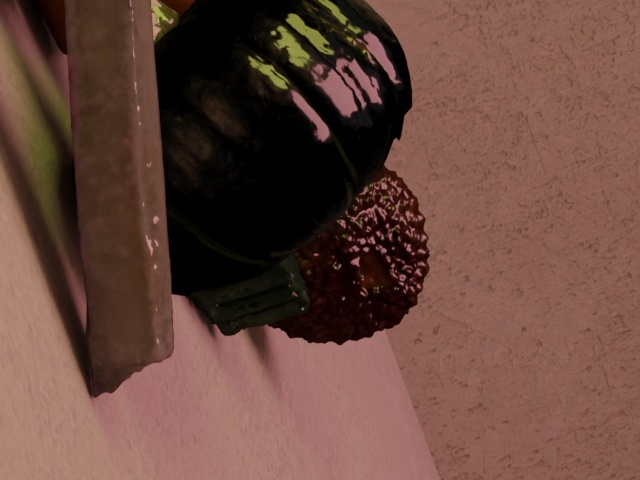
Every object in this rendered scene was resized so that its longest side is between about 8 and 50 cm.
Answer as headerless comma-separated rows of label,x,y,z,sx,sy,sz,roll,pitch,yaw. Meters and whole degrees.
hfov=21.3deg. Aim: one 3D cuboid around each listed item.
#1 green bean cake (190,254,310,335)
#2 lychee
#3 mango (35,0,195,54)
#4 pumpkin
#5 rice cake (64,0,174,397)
green bean cake,-0.102,-0.025,1.766,0.193,0.107,0.208,58,13,-54
lychee,0.000,0.000,2.074,0.271,0.271,0.271,-19,90,-84
mango,-0.174,-0.340,1.501,0.199,0.201,0.350,-4,-89,58
pumpkin,-0.091,-0.106,1.390,0.296,0.296,0.296,-19,90,-84
rice cake,-0.145,-0.089,1.228,0.070,0.064,0.399,-60,147,-82
